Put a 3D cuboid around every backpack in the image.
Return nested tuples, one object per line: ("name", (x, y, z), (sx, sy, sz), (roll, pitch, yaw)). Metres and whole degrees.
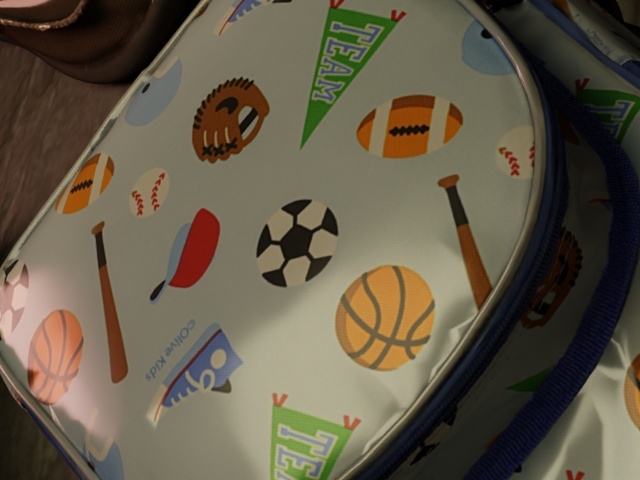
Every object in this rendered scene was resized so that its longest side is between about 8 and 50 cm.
("backpack", (0.044, 0.036, 0.639), (0.263, 0.213, 0.276), (42, 102, 36))

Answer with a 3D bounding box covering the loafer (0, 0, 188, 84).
("loafer", (-0.185, -0.177, 1.181), (0.366, 0.130, 0.133), (8, 76, 57))
